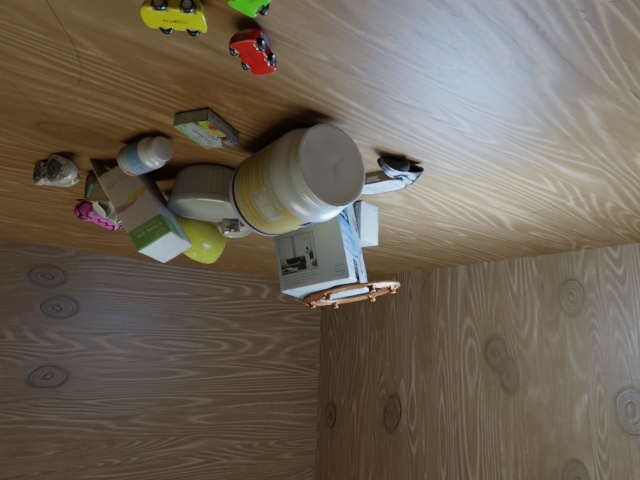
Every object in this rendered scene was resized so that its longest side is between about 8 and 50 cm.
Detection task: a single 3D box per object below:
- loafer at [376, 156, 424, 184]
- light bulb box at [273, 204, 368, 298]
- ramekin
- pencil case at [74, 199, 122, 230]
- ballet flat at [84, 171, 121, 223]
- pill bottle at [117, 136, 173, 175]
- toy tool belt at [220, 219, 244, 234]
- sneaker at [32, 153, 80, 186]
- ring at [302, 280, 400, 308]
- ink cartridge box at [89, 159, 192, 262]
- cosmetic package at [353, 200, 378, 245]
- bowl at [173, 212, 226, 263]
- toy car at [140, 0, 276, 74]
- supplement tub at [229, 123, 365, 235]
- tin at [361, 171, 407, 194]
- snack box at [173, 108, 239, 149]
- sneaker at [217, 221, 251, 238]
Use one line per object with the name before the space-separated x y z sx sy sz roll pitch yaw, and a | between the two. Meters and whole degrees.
loafer | 0.231 -0.214 1.276 0.170 0.062 0.061 10 144 -43
light bulb box | 0.000 0.000 1.491 0.225 0.361 0.358 -13 164 12
ramekin | -0.357 -0.154 1.458 0.273 0.127 0.273 3 167 1
pencil case | -0.940 -0.102 1.876 0.098 0.095 0.209 35 177 15
ballet flat | -0.750 -0.133 1.606 0.116 0.124 0.342 19 169 4
pill bottle | -0.479 -0.234 1.212 0.160 0.087 0.087 -7 164 37
toy tool belt | -0.303 -0.043 1.534 0.083 0.051 0.052 2 167 -5
sneaker | -0.810 -0.215 1.397 0.232 0.090 0.115 4 177 38
ring | 0.107 0.191 1.502 0.336 0.032 0.336 -9 164 -3
ink cartridge box | -0.574 -0.117 1.421 0.119 0.353 0.207 -33 168 -5
cosmetic package | 0.077 -0.048 1.785 0.309 0.160 0.113 -11 161 42
bowl | -0.451 -0.071 1.675 0.156 0.289 0.289 -41 153 13
toy car | -0.128 -0.359 0.677 0.239 0.053 0.225 11 164 -37
supplement tub | -0.068 -0.151 1.161 0.241 0.241 0.331 11 165 -35
tin | 0.192 -0.186 1.432 0.189 0.040 0.106 -6 160 34
snack box | -0.283 -0.276 1.105 0.100 0.037 0.141 -1 167 22
sneaker | -0.241 -0.105 1.622 0.297 0.111 0.129 -24 160 -18
